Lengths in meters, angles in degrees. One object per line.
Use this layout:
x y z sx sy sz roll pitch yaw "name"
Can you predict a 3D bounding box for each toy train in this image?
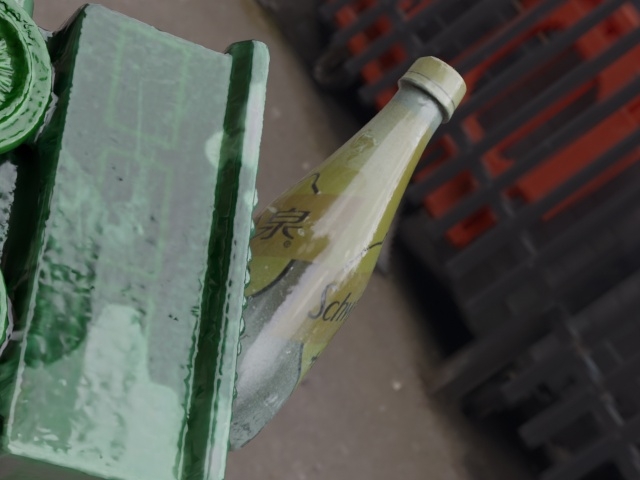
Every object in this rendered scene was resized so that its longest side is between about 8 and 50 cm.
-0.142 0.005 0.714 0.202 0.145 0.266 20 58 -26 "toy train"

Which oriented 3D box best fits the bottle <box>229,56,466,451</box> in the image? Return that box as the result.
0.000 0.000 0.969 0.083 0.269 0.083 35 -12 8 "bottle"
